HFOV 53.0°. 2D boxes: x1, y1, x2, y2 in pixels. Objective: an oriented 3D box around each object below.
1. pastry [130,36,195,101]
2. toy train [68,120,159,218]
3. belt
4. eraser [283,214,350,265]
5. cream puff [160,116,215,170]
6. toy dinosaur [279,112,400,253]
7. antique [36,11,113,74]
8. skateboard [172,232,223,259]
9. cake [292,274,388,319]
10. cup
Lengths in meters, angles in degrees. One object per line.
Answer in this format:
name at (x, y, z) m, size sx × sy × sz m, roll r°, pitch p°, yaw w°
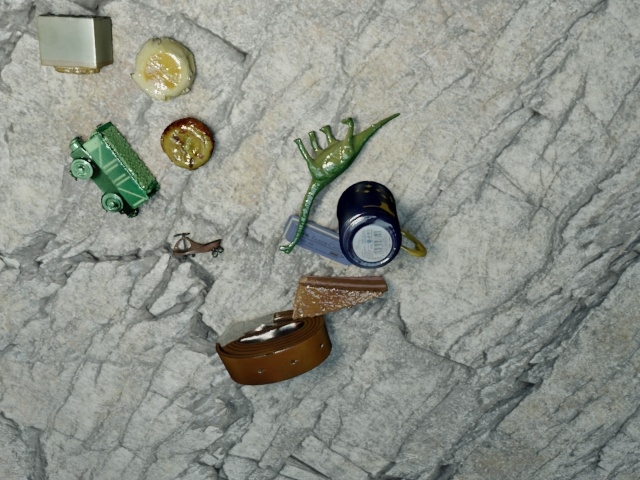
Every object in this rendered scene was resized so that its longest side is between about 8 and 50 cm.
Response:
pastry at (-0.408, -0.450, 1.688) m, size 0.165 × 0.088 × 0.166 m, roll 1°, pitch 112°, yaw 2°
toy train at (-0.579, -0.186, 1.786) m, size 0.154 × 0.115 × 0.269 m, roll -29°, pitch 108°, yaw 18°
belt at (-0.141, 0.314, 1.928) m, size 0.338 × 0.217 × 0.122 m, roll -15°, pitch 117°, yaw 3°
eraser at (0.000, 0.000, 1.876) m, size 0.225 × 0.036 × 0.082 m, roll 23°, pitch 135°, yaw -8°
cream puff at (-0.361, -0.268, 1.764) m, size 0.148 × 0.084 × 0.149 m, roll 1°, pitch 116°, yaw 3°
toy dinosaur at (0.047, -0.167, 1.775) m, size 0.446 × 0.087 × 0.301 m, roll -20°, pitch 102°, yaw 3°
antique at (-0.621, -0.502, 1.638) m, size 0.146 × 0.152 × 0.148 m, roll 2°, pitch 110°, yaw -1°
skateboard at (-0.367, 0.013, 1.895) m, size 0.151 × 0.067 × 0.080 m, roll -7°, pitch 103°, yaw 8°
cake at (0.051, 0.145, 1.904) m, size 0.295 × 0.116 × 0.113 m, roll -9°, pitch 112°, yaw 6°
cup at (0.172, -0.040, 1.751) m, size 0.254 × 0.256 × 0.179 m, roll 1°, pitch 112°, yaw 0°
